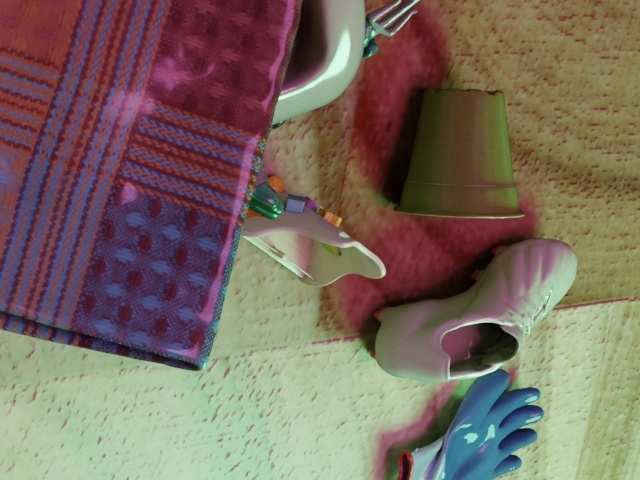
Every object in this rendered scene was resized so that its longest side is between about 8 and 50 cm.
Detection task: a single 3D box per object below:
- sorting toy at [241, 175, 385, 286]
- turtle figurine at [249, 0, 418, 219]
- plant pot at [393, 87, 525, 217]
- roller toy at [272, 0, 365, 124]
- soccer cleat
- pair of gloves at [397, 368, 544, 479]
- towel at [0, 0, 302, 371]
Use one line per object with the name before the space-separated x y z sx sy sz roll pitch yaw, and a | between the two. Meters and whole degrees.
sorting toy | 0.000 0.000 1.132 0.083 0.075 0.045 37 80 -49
turtle figurine | -0.002 -0.128 1.048 0.234 0.118 0.175 -60 180 -6
plant pot | 0.089 -0.056 1.211 0.083 0.083 0.079 -2 97 -47
roller toy | -0.078 -0.135 0.880 0.146 0.209 0.191 -21 82 -13
soccer cleat | 0.117 0.052 1.284 0.196 0.076 0.068 -23 123 -40
pair of gloves | 0.099 0.188 1.369 0.159 0.023 0.198 -18 121 -44
towel | -0.185 -0.117 0.735 0.370 0.040 0.272 15 88 -15
